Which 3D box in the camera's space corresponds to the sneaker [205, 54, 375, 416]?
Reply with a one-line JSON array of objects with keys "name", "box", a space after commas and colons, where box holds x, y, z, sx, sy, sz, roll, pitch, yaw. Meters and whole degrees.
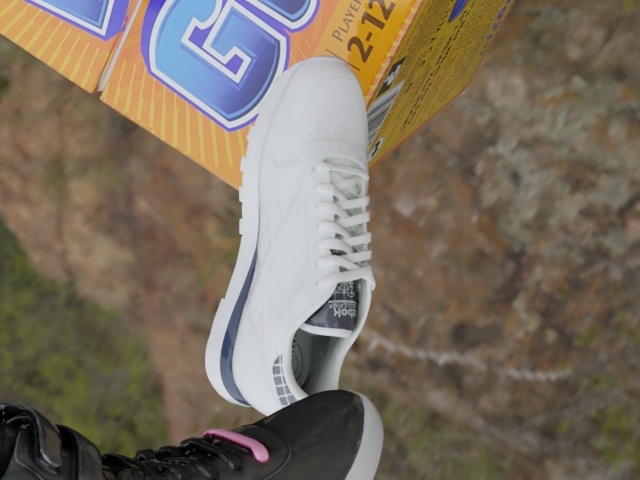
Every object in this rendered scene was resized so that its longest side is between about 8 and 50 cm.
[{"name": "sneaker", "box": [0.000, 0.000, 1.215, 0.095, 0.090, 0.235, 11, 92, 54]}]

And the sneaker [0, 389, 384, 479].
[{"name": "sneaker", "box": [-0.093, 0.125, 0.965, 0.104, 0.295, 0.147, 7, 126, 53]}]

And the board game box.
[{"name": "board game box", "box": [-0.019, -0.296, 1.427, 0.356, 0.356, 0.356, 33, 120, 10]}]
